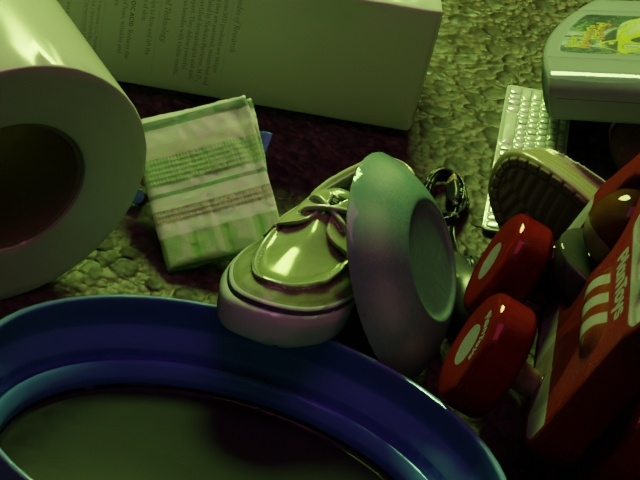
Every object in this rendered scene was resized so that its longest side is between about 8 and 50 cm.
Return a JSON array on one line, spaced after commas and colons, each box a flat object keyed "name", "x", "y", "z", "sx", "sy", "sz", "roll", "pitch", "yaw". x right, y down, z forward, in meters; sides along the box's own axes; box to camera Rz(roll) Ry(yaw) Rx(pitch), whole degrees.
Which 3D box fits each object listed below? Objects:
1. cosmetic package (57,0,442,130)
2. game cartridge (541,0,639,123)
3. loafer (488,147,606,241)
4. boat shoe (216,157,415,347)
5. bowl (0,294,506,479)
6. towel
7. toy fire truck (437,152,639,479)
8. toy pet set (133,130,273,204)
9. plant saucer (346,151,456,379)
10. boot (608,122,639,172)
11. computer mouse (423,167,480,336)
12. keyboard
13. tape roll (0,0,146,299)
[{"name": "cosmetic package", "x": -0.075, "y": -0.258, "z": 1.574, "sx": 0.385, "sy": 0.156, "sz": 0.217, "roll": 7, "pitch": 39, "yaw": -6}, {"name": "game cartridge", "x": 0.342, "y": -0.197, "z": 1.630, "sx": 0.196, "sy": 0.060, "sz": 0.294, "roll": 1, "pitch": 25, "yaw": 21}, {"name": "loafer", "x": 0.274, "y": 0.005, "z": 1.418, "sx": 0.268, "sy": 0.102, "sz": 0.092, "roll": 40, "pitch": 37, "yaw": 11}, {"name": "boat shoe", "x": 0.000, "y": 0.000, "z": 1.287, "sx": 0.109, "sy": 0.094, "sz": 0.302, "roll": 21, "pitch": 24, "yaw": 13}, {"name": "bowl", "x": -0.062, "y": 0.158, "z": 1.070, "sx": 0.391, "sy": 0.077, "sz": 0.391, "roll": 15, "pitch": 19, "yaw": -5}, {"name": "towel", "x": -0.101, "y": -0.051, "z": 1.379, "sx": 0.113, "sy": 0.023, "sz": 0.152, "roll": -14, "pitch": 69, "yaw": -2}, {"name": "toy fire truck", "x": 0.238, "y": 0.036, "z": 1.212, "sx": 0.169, "sy": 0.254, "sz": 0.302, "roll": 31, "pitch": 35, "yaw": -6}, {"name": "toy pet set", "x": -0.101, "y": -0.062, "z": 1.435, "sx": 0.122, "sy": 0.065, "sz": 0.114, "roll": 17, "pitch": 75, "yaw": 9}, {"name": "plant saucer", "x": 0.078, "y": 0.019, "z": 1.277, "sx": 0.037, "sy": 0.195, "sz": 0.195, "roll": -9, "pitch": 34, "yaw": 24}, {"name": "boot", "x": 0.416, "y": -0.071, "z": 1.548, "sx": 0.248, "sy": 0.090, "sz": 0.207, "roll": 8, "pitch": 40, "yaw": 6}, {"name": "computer mouse", "x": 0.135, "y": 0.005, "z": 1.419, "sx": 0.071, "sy": 0.041, "sz": 0.242, "roll": 2, "pitch": 41, "yaw": -12}, {"name": "keyboard", "x": 0.214, "y": -0.083, "z": 1.561, "sx": 0.072, "sy": 0.014, "sz": 0.256, "roll": 15, "pitch": 40, "yaw": 2}, {"name": "tape roll", "x": -0.288, "y": -0.091, "z": 1.257, "sx": 0.246, "sy": 0.246, "sz": 0.169, "roll": -14, "pitch": 48, "yaw": -29}]
